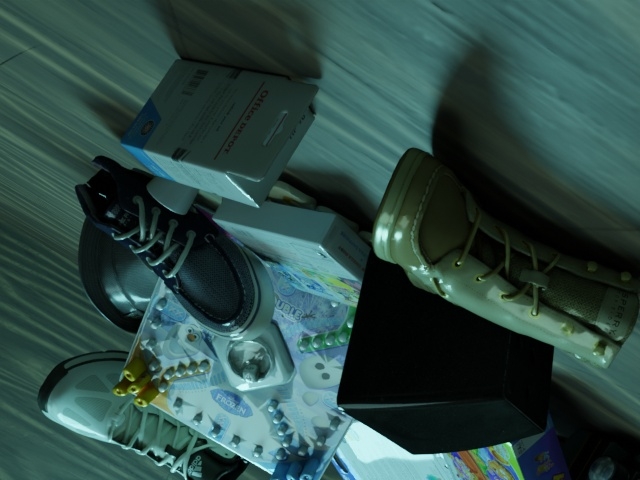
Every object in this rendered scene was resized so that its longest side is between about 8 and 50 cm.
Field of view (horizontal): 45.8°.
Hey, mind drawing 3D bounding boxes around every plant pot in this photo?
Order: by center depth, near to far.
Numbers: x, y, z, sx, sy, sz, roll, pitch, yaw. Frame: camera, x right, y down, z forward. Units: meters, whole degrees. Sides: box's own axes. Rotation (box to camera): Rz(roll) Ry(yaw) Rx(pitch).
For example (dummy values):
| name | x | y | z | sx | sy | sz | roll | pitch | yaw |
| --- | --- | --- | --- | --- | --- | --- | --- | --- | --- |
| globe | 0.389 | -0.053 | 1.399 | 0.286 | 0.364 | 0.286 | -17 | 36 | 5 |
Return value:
| name | x | y | z | sx | sy | sz | roll | pitch | yaw |
| --- | --- | --- | --- | --- | --- | --- | --- | --- | --- |
| plant pot | 0.150 | 0.123 | 0.820 | 0.167 | 0.187 | 0.188 | -6 | 148 | 35 |

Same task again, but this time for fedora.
| name | x | y | z | sx | sy | sz | roll | pitch | yaw |
| --- | --- | --- | --- | --- | --- | --- | --- | --- | --- |
| fedora | -0.322 | 0.047 | 1.430 | 0.124 | 0.243 | 0.275 | -8 | 148 | 16 |

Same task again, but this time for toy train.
| name | x | y | z | sx | sy | sz | roll | pitch | yaw |
| --- | --- | --- | --- | --- | --- | --- | --- | --- | --- |
| toy train | 0.516 | 0.419 | 1.175 | 0.334 | 0.142 | 0.190 | 36 | 173 | -16 |

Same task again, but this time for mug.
| name | x | y | z | sx | sy | sz | roll | pitch | yaw |
| --- | --- | --- | --- | --- | --- | --- | --- | --- | --- |
| mug | -0.186 | -0.082 | 0.980 | 0.078 | 0.064 | 0.062 | 43 | -167 | 17 |

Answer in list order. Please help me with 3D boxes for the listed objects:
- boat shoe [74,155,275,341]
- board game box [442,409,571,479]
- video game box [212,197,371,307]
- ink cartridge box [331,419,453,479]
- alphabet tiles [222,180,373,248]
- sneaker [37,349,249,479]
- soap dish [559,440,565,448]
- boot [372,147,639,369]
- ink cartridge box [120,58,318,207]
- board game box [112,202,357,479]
| name | x | y | z | sx | sy | sz | roll | pitch | yaw |
| --- | --- | --- | --- | --- | --- | --- | --- | --- | --- |
| boat shoe | -0.209 | 0.008 | 1.018 | 0.340 | 0.127 | 0.158 | 40 | -170 | 39 |
| board game box | 0.291 | 0.365 | 1.200 | 0.233 | 0.078 | 0.347 | 24 | 144 | 57 |
| video game box | -0.007 | 0.020 | 0.938 | 0.205 | 0.048 | 0.187 | 14 | 156 | 46 |
| ink cartridge box | 0.138 | 0.408 | 1.493 | 0.311 | 0.065 | 0.185 | -23 | 105 | 43 |
| alphabet tiles | 0.000 | 0.000 | 0.990 | 0.284 | 0.021 | 0.278 | 30 | 165 | -1 |
| sneaker | -0.293 | 0.353 | 1.431 | 0.257 | 0.169 | 0.447 | 27 | 178 | 44 |
| soap dish | 0.403 | 0.473 | 1.391 | 0.291 | 0.229 | 0.118 | 13 | 176 | 46 |
| boot | 0.159 | 0.022 | 0.623 | 0.203 | 0.095 | 0.262 | 24 | 170 | 23 |
| ink cartridge box | -0.081 | -0.096 | 0.682 | 0.180 | 0.104 | 0.060 | 19 | 161 | 36 |
| board game box | -0.115 | 0.192 | 1.223 | 0.390 | 0.390 | 0.050 | 29 | -155 | 6 |
